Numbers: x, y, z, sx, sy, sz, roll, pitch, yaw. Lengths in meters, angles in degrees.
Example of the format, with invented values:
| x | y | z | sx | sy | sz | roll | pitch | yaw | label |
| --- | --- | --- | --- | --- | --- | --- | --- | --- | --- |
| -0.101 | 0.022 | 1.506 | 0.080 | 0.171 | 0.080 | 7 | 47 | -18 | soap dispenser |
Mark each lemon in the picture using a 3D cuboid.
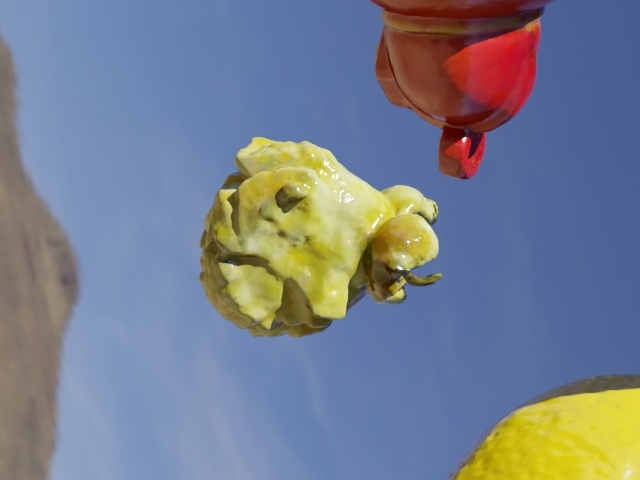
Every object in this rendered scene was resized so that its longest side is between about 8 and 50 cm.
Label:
| x | y | z | sx | sy | sz | roll | pitch | yaw | label |
| --- | --- | --- | --- | --- | --- | --- | --- | --- | --- |
| 0.225 | 0.269 | 1.486 | 0.336 | 0.336 | 0.336 | 167 | -90 | -75 | lemon |

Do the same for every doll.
| x | y | z | sx | sy | sz | roll | pitch | yaw | label |
| --- | --- | --- | --- | --- | --- | --- | --- | --- | --- |
| 0.085 | -0.211 | 1.069 | 0.182 | 0.160 | 0.363 | -33 | 128 | -60 | doll |

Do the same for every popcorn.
| x | y | z | sx | sy | sz | roll | pitch | yaw | label |
| --- | --- | --- | --- | --- | --- | --- | --- | --- | --- |
| -0.005 | 0.009 | 1.577 | 0.173 | 0.195 | 0.168 | 136 | -26 | -80 | popcorn |
